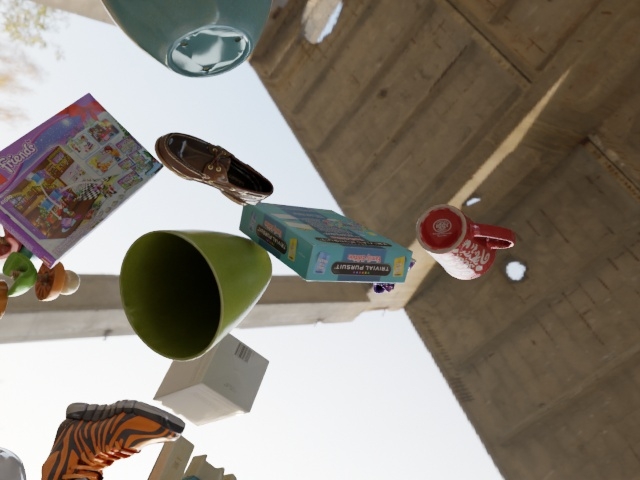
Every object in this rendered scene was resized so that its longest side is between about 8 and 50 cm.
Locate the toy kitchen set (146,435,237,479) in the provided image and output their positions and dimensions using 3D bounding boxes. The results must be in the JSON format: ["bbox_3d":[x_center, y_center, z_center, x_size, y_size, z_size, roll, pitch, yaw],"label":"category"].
[{"bbox_3d":[-0.308,0.537,1.257,0.166,0.207,0.122,-24,-150,34],"label":"toy kitchen set"}]

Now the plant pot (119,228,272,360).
[{"bbox_3d":[-0.242,0.090,1.306,0.275,0.293,0.274,6,-78,27],"label":"plant pot"}]

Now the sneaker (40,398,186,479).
[{"bbox_3d":[-0.389,0.400,1.075,0.321,0.124,0.180,-15,-134,35],"label":"sneaker"}]

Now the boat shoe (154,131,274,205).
[{"bbox_3d":[-0.167,-0.122,0.955,0.073,0.207,0.073,-8,-116,47],"label":"boat shoe"}]

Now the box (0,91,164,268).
[{"bbox_3d":[-0.460,-0.118,1.071,0.201,0.293,0.057,46,-40,-12],"label":"box"}]

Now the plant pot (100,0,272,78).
[{"bbox_3d":[-0.191,-0.367,0.884,0.290,0.290,0.195,-30,-107,44],"label":"plant pot"}]

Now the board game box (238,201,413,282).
[{"bbox_3d":[0.000,0.000,1.309,0.336,0.254,0.079,32,-67,54],"label":"board game box"}]

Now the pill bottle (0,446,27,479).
[{"bbox_3d":[-0.327,0.355,0.488,0.181,0.181,0.323,-7,-89,49],"label":"pill bottle"}]

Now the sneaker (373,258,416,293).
[{"bbox_3d":[0.173,0.083,1.376,0.170,0.068,0.071,125,-21,-60],"label":"sneaker"}]

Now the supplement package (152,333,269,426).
[{"bbox_3d":[-0.324,0.412,1.711,0.293,0.177,0.175,-28,-149,42],"label":"supplement package"}]

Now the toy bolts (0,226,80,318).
[{"bbox_3d":[-0.701,0.080,1.402,0.218,0.158,0.228,-45,-126,22],"label":"toy bolts"}]

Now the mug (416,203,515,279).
[{"bbox_3d":[0.262,-0.011,1.070,0.150,0.169,0.113,-37,-120,17],"label":"mug"}]
